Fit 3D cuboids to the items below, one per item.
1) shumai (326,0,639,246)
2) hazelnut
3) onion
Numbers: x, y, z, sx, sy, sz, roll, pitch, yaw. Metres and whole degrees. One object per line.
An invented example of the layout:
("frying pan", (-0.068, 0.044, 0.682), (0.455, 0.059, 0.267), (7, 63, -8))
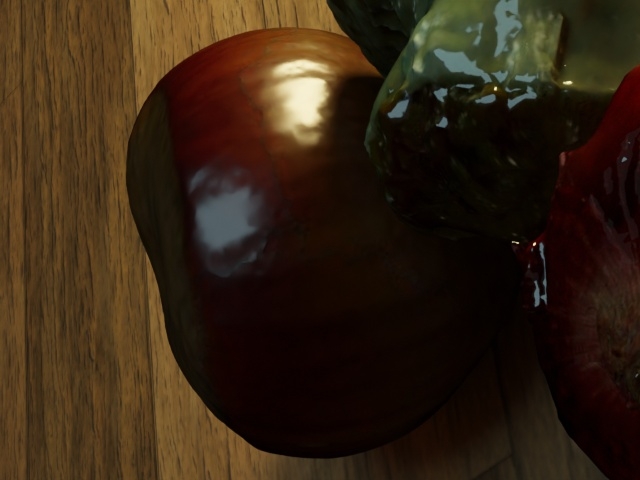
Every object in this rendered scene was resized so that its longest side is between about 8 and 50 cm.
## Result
("shumai", (0.182, -0.145, 1.533), (0.397, 0.324, 0.323), (-9, 45, 20))
("hazelnut", (0.000, 0.000, 1.784), (0.359, 0.359, 0.409), (-45, 35, 29))
("onion", (0.316, 0.041, 1.333), (0.341, 0.341, 0.341), (-31, 48, 41))
